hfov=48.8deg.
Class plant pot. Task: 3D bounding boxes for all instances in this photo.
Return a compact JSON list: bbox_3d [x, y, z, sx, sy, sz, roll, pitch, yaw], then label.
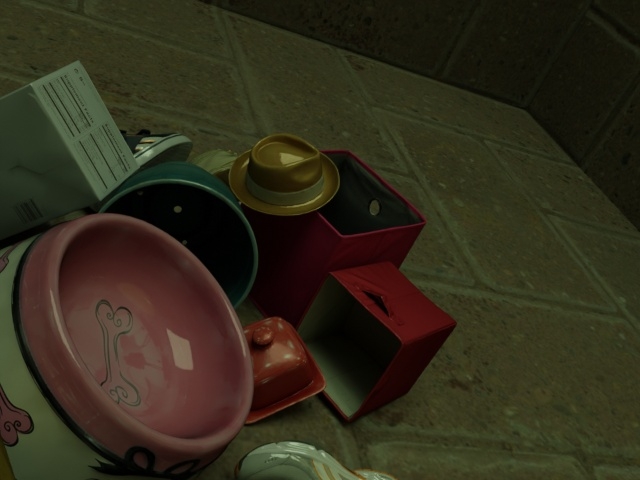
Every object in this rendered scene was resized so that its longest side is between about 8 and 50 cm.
[{"bbox_3d":[-0.251,-0.017,1.233,0.271,0.272,0.255,18,20,-15],"label":"plant pot"}]

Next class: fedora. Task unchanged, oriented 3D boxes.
[{"bbox_3d":[-0.061,-0.127,1.212,0.194,0.079,0.194,2,50,-3],"label":"fedora"}]

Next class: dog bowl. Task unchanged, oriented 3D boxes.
[{"bbox_3d":[-0.251,0.142,0.917,0.408,0.150,0.408,43,26,-27],"label":"dog bowl"}]

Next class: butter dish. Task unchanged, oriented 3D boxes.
[{"bbox_3d":[-0.089,0.184,1.138,0.159,0.118,0.160,-20,49,-20],"label":"butter dish"}]

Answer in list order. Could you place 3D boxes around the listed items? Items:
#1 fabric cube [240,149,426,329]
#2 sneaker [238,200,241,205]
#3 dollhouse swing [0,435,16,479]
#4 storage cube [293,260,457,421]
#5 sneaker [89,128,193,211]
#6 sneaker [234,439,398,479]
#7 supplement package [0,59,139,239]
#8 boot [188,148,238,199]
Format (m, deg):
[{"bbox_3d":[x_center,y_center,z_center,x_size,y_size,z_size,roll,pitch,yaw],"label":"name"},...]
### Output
[{"bbox_3d":[0.000,0.000,1.383,0.259,0.258,0.254,-9,45,-45],"label":"fabric cube"},{"bbox_3d":[-0.146,-0.050,1.524,0.214,0.083,0.084,-2,14,-11],"label":"sneaker"},{"bbox_3d":[-0.392,0.235,0.516,0.304,0.315,0.346,-26,25,-23],"label":"dollhouse swing"},{"bbox_3d":[0.090,0.169,1.245,0.183,0.215,0.193,43,28,26],"label":"storage cube"},{"bbox_3d":[-0.400,-0.176,1.471,0.127,0.126,0.321,38,33,8],"label":"sneaker"},{"bbox_3d":[0.004,0.370,0.985,0.262,0.099,0.121,19,36,-11],"label":"sneaker"},{"bbox_3d":[-0.477,-0.140,1.163,0.204,0.261,0.145,64,24,-21],"label":"supplement package"},{"bbox_3d":[-0.154,-0.156,1.583,0.261,0.095,0.203,-14,21,-24],"label":"boot"}]
